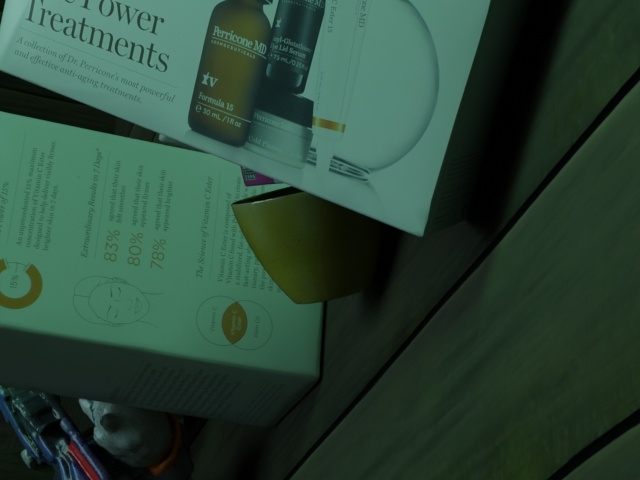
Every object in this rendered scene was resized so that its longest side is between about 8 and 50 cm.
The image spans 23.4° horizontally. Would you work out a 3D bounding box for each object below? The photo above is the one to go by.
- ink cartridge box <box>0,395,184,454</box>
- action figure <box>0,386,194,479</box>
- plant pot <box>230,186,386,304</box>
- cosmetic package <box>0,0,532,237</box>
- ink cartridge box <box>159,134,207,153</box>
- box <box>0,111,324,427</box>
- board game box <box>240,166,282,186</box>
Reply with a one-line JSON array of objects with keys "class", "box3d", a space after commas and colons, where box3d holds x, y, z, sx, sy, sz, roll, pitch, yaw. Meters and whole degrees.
[{"class": "ink cartridge box", "box3d": [-0.312, 0.138, 1.851, 0.091, 0.385, 0.308, 66, 148, 29]}, {"class": "action figure", "box3d": [-0.225, 0.231, 1.665, 0.341, 0.178, 0.330, 52, 154, 20]}, {"class": "plant pot", "box3d": [0.000, 0.000, 1.301, 0.134, 0.134, 0.095, -175, 72, -75]}, {"class": "cosmetic package", "box3d": [-0.038, -0.202, 1.108, 0.097, 0.377, 0.284, -18, -54, -64]}, {"class": "ink cartridge box", "box3d": [-0.101, -0.210, 1.787, 0.353, 0.119, 0.207, 160, 123, -76]}, {"class": "box", "box3d": [-0.180, 0.034, 1.488, 0.168, 0.345, 0.215, 128, 150, -61]}, {"class": "board game box", "box3d": [-0.019, -0.204, 1.269, 0.224, 0.097, 0.303, -1, 102, 66]}]
